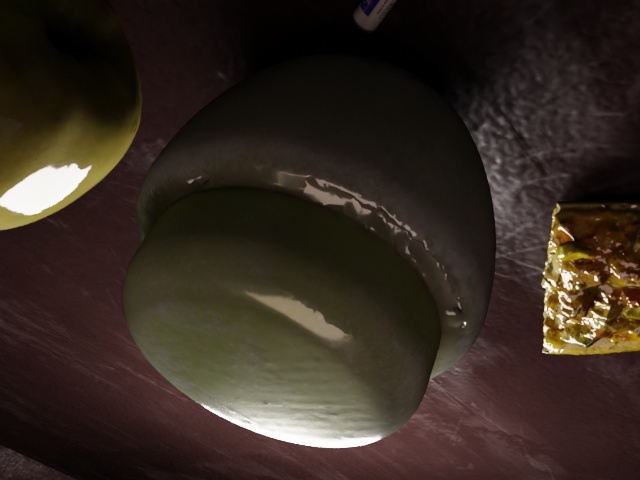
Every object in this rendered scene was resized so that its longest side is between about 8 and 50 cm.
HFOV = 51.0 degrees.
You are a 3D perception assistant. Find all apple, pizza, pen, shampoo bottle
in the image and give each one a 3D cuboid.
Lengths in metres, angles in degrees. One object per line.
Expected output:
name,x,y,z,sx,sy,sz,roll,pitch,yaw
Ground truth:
apple,-0.298,-0.135,0.592,0.263,0.262,0.262,9,144,7
pizza,0.389,0.059,0.755,0.269,0.087,0.257,-1,144,17
pen,0.083,-0.237,0.509,0.025,0.025,0.204,26,142,-15
shampoo bottle,0.000,0.000,0.622,0.323,0.317,0.322,17,142,14
